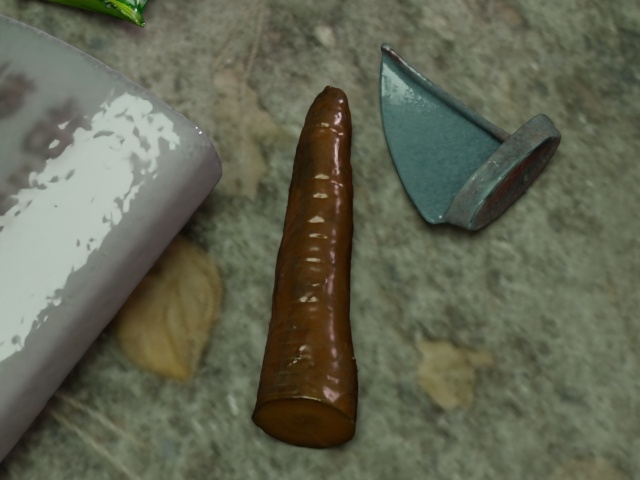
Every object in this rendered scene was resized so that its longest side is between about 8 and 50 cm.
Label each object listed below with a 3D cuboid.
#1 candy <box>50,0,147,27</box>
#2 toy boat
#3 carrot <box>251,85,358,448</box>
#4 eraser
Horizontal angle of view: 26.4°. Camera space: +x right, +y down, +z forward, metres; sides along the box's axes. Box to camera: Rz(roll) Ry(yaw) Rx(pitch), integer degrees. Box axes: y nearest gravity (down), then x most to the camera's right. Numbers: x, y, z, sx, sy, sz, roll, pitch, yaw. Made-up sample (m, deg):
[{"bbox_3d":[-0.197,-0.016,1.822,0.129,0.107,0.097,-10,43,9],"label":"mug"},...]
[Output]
[{"bbox_3d":[-0.129,-0.218,0.879,0.102,0.032,0.178,15,66,7],"label":"candy"},{"bbox_3d":[0.067,-0.063,0.798,0.122,0.034,0.096,37,73,28],"label":"toy boat"},{"bbox_3d":[0.000,0.000,0.761,0.057,0.057,0.224,2,62,6],"label":"carrot"},{"bbox_3d":[-0.200,0.017,0.746,0.174,0.095,0.270,30,70,20],"label":"eraser"}]
